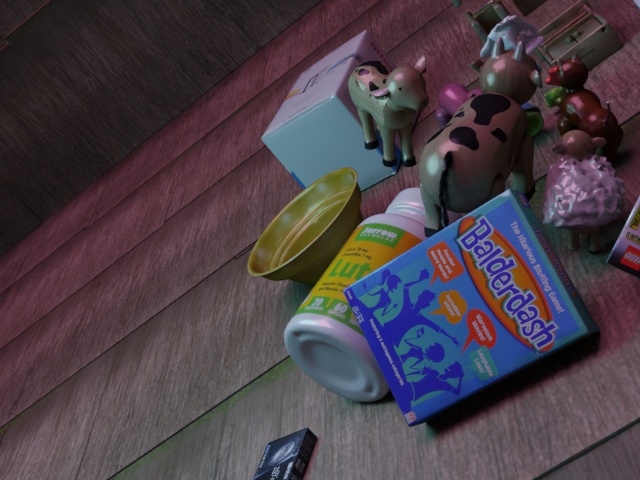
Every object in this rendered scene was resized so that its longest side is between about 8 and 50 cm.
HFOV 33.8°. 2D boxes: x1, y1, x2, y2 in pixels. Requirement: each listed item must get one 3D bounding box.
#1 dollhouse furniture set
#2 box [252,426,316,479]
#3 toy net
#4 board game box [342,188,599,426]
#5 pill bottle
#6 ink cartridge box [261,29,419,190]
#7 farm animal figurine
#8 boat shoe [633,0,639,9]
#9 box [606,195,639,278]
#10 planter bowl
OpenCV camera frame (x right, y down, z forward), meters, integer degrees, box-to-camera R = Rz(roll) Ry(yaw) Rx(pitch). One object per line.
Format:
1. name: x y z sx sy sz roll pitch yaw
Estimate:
1. dollhouse furniture set: 0.312 -0.365 1.522 0.212 0.242 0.161 -36 20 14
2. box: -0.044 0.258 1.205 0.067 0.018 0.083 -28 24 35
3. toy net: 0.273 -0.210 1.359 0.122 0.232 0.045 -19 62 5
4. board game box: 0.146 0.069 1.056 0.210 0.160 0.047 -33 -17 23
5. pill bottle: 0.075 0.055 1.235 0.136 0.136 0.245 -14 33 52
6. ink cartridge box: 0.043 -0.206 1.793 0.168 0.171 0.232 -27 24 34
7. farm animal figurine: 0.175 -0.135 1.197 0.330 0.172 0.326 1 38 15
8. boat shoe: 0.483 -0.344 1.336 0.156 0.136 0.367 -37 11 28
9. box: 0.301 -0.027 0.933 0.114 0.036 0.207 -66 -16 10
10. planter bowl: 0.000 0.000 1.554 0.217 0.090 0.217 -38 20 16
